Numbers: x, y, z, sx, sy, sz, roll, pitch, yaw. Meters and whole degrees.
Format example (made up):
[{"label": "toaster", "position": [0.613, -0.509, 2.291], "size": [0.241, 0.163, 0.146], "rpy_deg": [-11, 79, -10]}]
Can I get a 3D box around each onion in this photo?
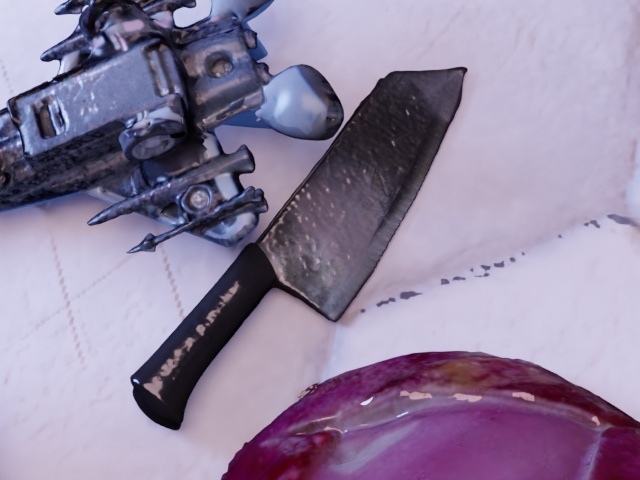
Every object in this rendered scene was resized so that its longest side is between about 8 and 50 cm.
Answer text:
[{"label": "onion", "position": [0.057, 0.153, 0.690], "size": [0.250, 0.111, 0.247], "rpy_deg": [-40, 73, -8]}]

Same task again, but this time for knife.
[{"label": "knife", "position": [0.000, 0.000, 0.799], "size": [0.060, 0.028, 0.230], "rpy_deg": [37, 73, 4]}]

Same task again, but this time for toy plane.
[{"label": "toy plane", "position": [-0.120, -0.054, 0.795], "size": [0.246, 0.078, 0.169], "rpy_deg": [-19, 70, -2]}]
